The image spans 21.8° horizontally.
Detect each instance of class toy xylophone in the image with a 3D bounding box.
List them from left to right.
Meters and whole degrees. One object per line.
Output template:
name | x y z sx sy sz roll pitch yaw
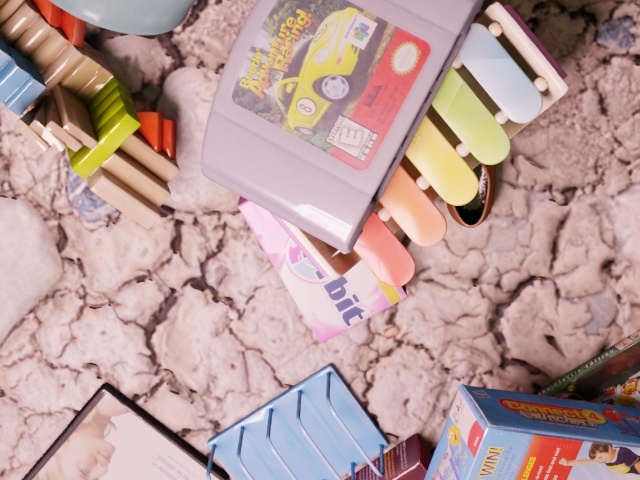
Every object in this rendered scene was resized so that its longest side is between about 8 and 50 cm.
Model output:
toy xylophone | 0.075 -0.118 1.665 0.236 0.081 0.322 43 97 3

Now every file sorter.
file sorter | -0.026 0.242 1.825 0.170 0.104 0.118 -33 104 10

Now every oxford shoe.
oxford shoe | 0.154 -0.115 1.730 0.076 0.076 0.212 -8 105 5

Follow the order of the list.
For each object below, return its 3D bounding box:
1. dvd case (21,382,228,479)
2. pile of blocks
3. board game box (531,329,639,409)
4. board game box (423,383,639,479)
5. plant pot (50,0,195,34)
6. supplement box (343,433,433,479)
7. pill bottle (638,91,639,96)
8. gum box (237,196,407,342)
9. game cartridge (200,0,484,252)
dvd case | -0.252 0.306 1.891 0.180 0.022 0.253 38 104 -10
pile of blocks | -0.267 -0.177 1.679 0.362 0.149 0.112 43 103 -11
board game box | 0.289 0.217 1.852 0.260 0.030 0.136 -32 106 10
board game box | 0.250 0.321 1.793 0.302 0.086 0.308 10 114 -21
plant pot | -0.167 -0.347 1.574 0.272 0.271 0.255 26 123 -7
supplement box | 0.062 0.318 1.858 0.188 0.081 0.104 -35 103 10
pill bottle | 0.387 -0.177 1.709 0.067 0.067 0.120 41 103 -10
gum box | 0.000 0.000 1.772 0.107 0.062 0.188 -29 104 8
game cartridge | 0.011 -0.160 1.610 0.196 0.060 0.294 28 94 15
